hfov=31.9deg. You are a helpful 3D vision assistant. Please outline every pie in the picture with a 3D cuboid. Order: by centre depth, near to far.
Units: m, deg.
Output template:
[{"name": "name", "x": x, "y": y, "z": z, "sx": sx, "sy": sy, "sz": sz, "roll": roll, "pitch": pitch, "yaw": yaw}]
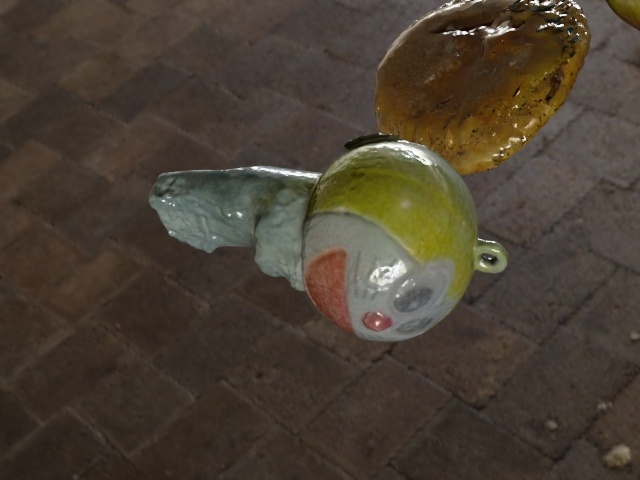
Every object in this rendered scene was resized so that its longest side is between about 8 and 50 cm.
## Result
[{"name": "pie", "x": 0.171, "y": -0.185, "z": 1.205, "sx": 0.273, "sy": 0.069, "sz": 0.273, "roll": -19, "pitch": 47, "yaw": 22}]

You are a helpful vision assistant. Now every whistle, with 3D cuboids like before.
[{"name": "whistle", "x": 0.000, "y": 0.000, "z": 0.668, "sx": 0.223, "sy": 0.123, "sz": 0.123, "roll": 8, "pitch": 49, "yaw": 16}]

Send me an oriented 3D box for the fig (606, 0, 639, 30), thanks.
[{"name": "fig", "x": 0.267, "y": -0.199, "z": 0.788, "sx": 0.153, "sy": 0.121, "sz": 0.136, "roll": 23, "pitch": 34, "yaw": 7}]
